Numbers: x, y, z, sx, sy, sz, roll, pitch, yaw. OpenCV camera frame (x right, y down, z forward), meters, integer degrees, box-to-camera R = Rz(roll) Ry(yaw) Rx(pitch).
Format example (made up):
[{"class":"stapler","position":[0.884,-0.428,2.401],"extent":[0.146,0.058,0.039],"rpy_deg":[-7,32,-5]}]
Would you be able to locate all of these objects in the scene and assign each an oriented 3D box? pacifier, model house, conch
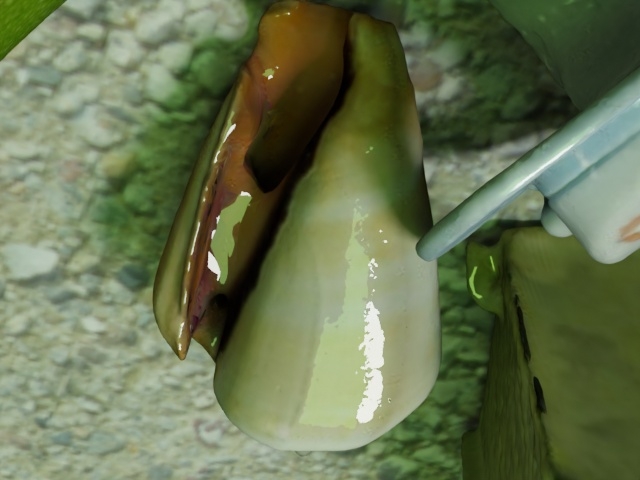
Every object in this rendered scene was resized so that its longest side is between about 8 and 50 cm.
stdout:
[{"class":"pacifier","position":[0.135,-0.112,0.733],"extent":[0.279,0.227,0.207],"rpy_deg":[-39,89,29]},{"class":"model house","position":[0.236,0.162,0.876],"extent":[0.321,0.261,0.266],"rpy_deg":[4,129,-4]},{"class":"conch","position":[0.003,0.000,0.828],"extent":[0.158,0.127,0.255],"rpy_deg":[17,103,13]}]

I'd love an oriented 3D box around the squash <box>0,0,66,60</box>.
[{"class":"squash","position":[-0.164,-0.154,0.723],"extent":[0.288,0.203,0.111],"rpy_deg":[-50,127,-16]}]
